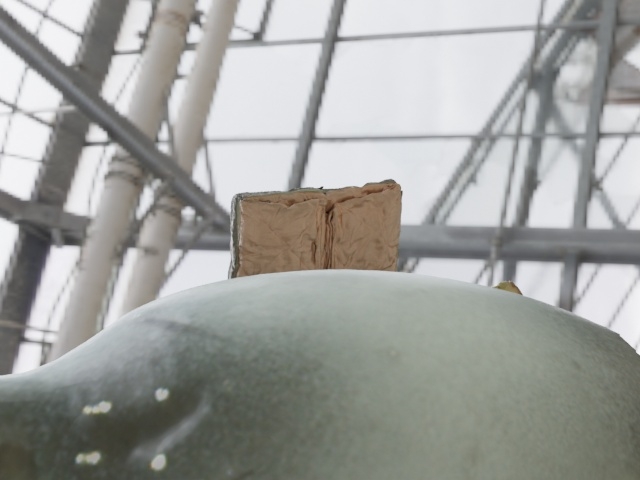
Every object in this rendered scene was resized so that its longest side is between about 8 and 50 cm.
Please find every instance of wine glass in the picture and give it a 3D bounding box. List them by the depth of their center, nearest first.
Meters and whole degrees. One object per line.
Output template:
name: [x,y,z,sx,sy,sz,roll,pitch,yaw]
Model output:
wine glass: [-0.041,0.089,0.441,0.357,0.190,0.190,11,-101,-24]

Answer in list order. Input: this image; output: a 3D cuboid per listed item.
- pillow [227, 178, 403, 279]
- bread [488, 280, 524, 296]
pillow: [0.000,0.000,1.361,0.232,0.043,0.126,-7,-68,-35]
bread: [0.186,0.269,1.626,0.143,0.323,0.333,5,-125,-31]
